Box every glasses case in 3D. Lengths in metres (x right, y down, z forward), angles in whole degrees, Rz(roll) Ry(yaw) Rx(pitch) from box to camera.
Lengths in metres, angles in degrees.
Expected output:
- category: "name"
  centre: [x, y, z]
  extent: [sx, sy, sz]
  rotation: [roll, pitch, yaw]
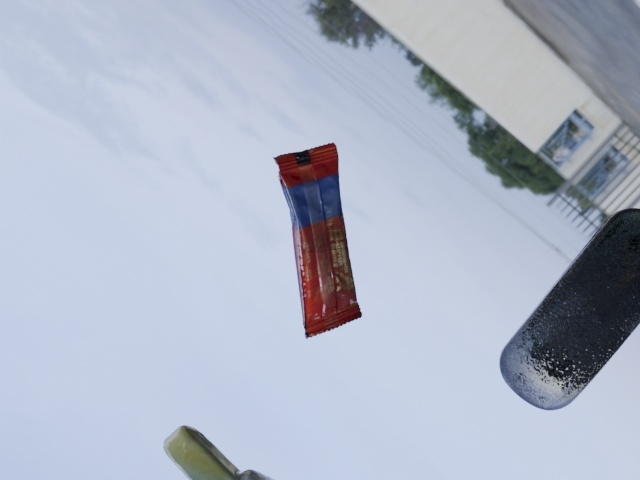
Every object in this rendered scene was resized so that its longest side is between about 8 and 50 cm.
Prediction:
- category: "glasses case"
  centre: [0.384, 0.098, 1.064]
  extent: [0.122, 0.321, 0.082]
  rotation: [39, -175, 15]

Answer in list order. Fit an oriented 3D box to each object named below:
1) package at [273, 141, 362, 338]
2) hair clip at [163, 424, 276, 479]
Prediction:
- category: "package"
  centre: [0.000, 0.000, 0.806]
  extent: [0.083, 0.200, 0.022]
  rotation: [-19, -165, -38]
- category: "hair clip"
  centre: [-0.055, 0.188, 0.471]
  extent: [0.218, 0.071, 0.159]
  rotation: [27, -163, -45]
